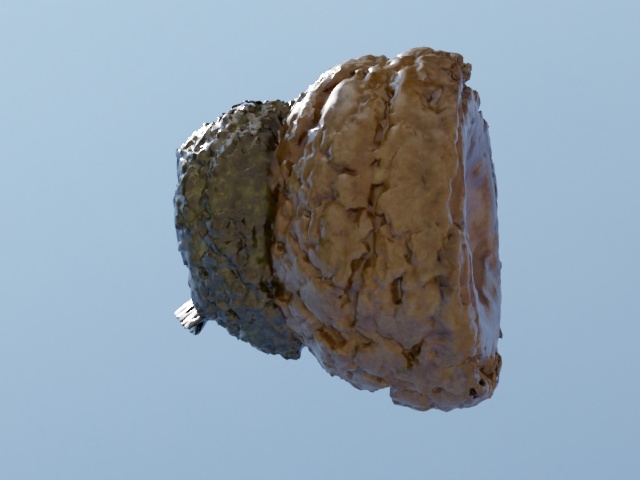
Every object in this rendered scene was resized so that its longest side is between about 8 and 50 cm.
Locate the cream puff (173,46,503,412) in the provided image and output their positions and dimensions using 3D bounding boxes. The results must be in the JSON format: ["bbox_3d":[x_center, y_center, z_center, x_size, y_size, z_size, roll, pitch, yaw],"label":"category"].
[{"bbox_3d":[0.000,0.000,1.000,0.169,0.183,0.183,-4,-125,10],"label":"cream puff"}]
